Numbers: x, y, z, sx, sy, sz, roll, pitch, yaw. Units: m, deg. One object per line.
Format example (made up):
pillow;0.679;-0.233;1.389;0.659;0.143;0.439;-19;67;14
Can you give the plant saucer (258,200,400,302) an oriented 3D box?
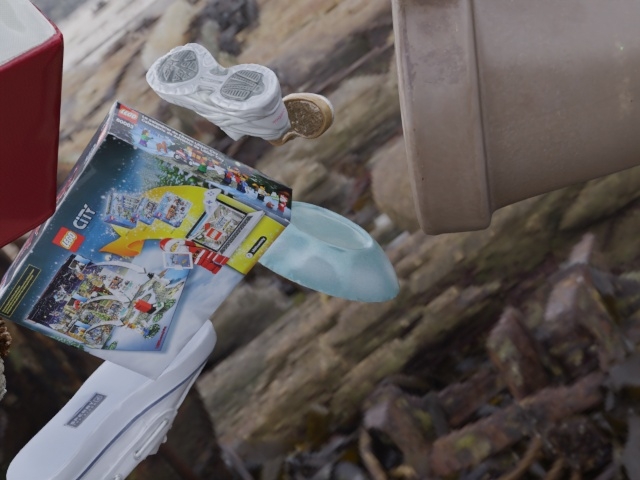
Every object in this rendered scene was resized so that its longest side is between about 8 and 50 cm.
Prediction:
plant saucer;0.000;0.000;1.160;0.195;0.195;0.037;-85;17;-70

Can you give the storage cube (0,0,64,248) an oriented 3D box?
storage cube;-0.277;-0.083;0.639;0.215;0.183;0.193;-35;-15;-28

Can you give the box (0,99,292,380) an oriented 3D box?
box;-0.151;0.010;0.917;0.233;0.159;0.044;-48;25;35

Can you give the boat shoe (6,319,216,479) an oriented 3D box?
boat shoe;-0.193;0.178;1.094;0.095;0.084;0.258;14;46;45

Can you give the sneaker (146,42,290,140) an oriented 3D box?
sneaker;-0.134;-0.179;1.448;0.232;0.115;0.090;26;67;37

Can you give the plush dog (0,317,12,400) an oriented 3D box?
plush dog;-0.506;0.179;1.416;0.211;0.225;0.262;5;75;39

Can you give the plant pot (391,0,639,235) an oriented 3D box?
plant pot;0.182;-0.142;0.881;0.229;0.263;0.263;-5;24;11

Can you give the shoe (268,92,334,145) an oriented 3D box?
shoe;-0.030;-0.197;1.724;0.058;0.076;0.219;-38;13;-22
